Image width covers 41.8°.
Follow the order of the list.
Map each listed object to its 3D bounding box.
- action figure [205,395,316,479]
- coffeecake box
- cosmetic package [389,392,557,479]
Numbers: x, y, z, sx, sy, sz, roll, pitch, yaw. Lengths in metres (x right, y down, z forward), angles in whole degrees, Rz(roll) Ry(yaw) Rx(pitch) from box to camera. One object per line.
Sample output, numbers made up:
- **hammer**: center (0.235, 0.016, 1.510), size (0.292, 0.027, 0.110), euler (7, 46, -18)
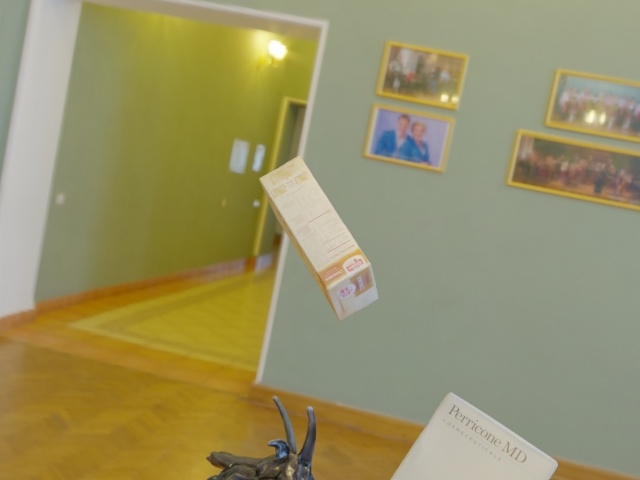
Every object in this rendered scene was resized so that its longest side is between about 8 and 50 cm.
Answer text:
- **action figure**: center (-0.055, 0.265, 0.632), size (0.164, 0.276, 0.141), euler (8, -27, 48)
- **coffeecake box**: center (0.000, 0.000, 1.141), size (0.186, 0.068, 0.142), euler (58, -5, 22)
- **cosmetic package**: center (0.103, 0.265, 0.759), size (0.117, 0.231, 0.085), euler (32, -6, 17)
